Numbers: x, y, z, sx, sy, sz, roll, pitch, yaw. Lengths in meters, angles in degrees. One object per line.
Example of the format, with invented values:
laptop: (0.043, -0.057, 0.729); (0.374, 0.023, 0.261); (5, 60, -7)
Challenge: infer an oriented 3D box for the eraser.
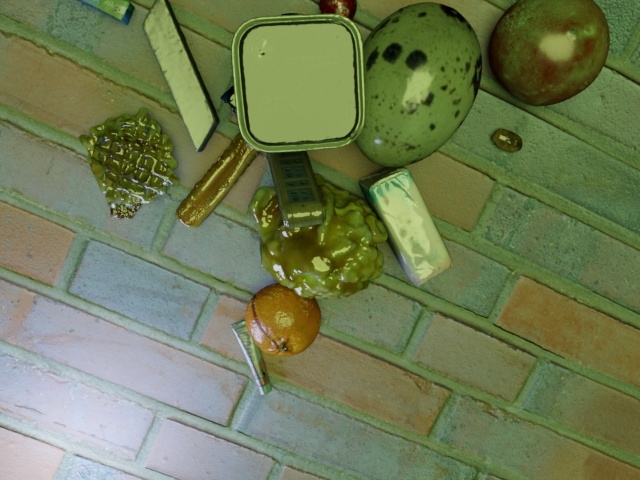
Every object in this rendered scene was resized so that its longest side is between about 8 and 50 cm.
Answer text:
eraser: (-0.324, -0.384, 1.362); (0.077, 0.111, 0.352); (-21, 102, 1)

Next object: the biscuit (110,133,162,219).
biscuit: (-0.456, -0.166, 1.432); (0.131, 0.026, 0.236); (1, 99, -4)

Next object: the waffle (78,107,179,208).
waffle: (-0.448, -0.191, 1.387); (0.204, 0.054, 0.223); (-21, 101, -2)

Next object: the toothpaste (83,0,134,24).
toothpaste: (-0.564, -0.581, 1.328); (0.267, 0.065, 0.050); (25, 94, -9)

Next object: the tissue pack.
tissue pack: (0.207, -0.046, 1.430); (0.124, 0.201, 0.271); (-26, 102, 6)

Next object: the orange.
orange: (-0.094, 0.202, 1.457); (0.194, 0.161, 0.193); (0, 123, 0)

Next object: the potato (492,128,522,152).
potato: (0.482, -0.257, 1.498); (0.083, 0.040, 0.051); (22, 92, -10)

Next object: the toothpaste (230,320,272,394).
toothpaste: (-0.177, 0.309, 1.543); (0.056, 0.036, 0.205); (-19, 98, 0)

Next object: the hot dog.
hot dog: (-0.249, -0.156, 1.435); (0.289, 0.068, 0.083); (-50, 124, 0)

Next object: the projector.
projector: (-0.053, -0.316, 1.200); (0.248, 0.249, 0.248); (-5, 103, -7)

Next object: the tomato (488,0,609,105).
tomato: (0.545, -0.458, 1.376); (0.270, 0.222, 0.270); (-1, 98, -8)

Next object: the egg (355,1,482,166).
egg: (0.206, -0.351, 1.328); (0.288, 0.287, 0.379); (33, 92, -10)

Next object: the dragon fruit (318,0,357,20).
dragon fruit: (0.046, -0.526, 1.386); (0.094, 0.094, 0.190); (-7, 106, -4)

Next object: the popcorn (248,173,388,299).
popcorn: (-0.007, -0.003, 1.381); (0.274, 0.336, 0.278); (-17, 119, -43)

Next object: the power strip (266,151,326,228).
power strip: (-0.064, -0.155, 1.304); (0.092, 0.387, 0.066); (-7, 127, -8)

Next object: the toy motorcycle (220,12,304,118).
toy motorcycle: (-0.084, -0.399, 1.362); (0.331, 0.125, 0.196); (-39, 105, 6)
